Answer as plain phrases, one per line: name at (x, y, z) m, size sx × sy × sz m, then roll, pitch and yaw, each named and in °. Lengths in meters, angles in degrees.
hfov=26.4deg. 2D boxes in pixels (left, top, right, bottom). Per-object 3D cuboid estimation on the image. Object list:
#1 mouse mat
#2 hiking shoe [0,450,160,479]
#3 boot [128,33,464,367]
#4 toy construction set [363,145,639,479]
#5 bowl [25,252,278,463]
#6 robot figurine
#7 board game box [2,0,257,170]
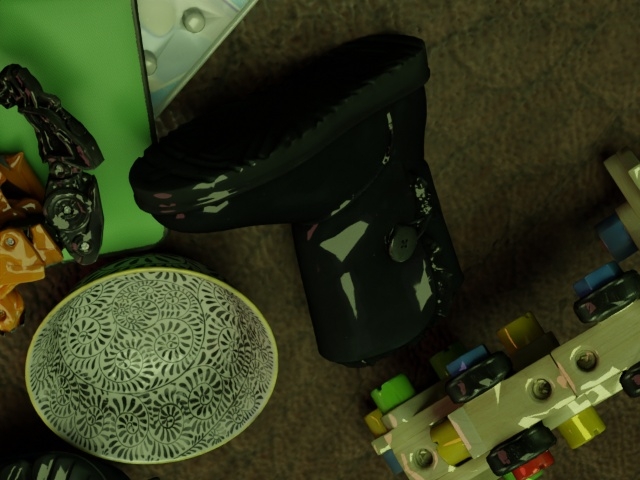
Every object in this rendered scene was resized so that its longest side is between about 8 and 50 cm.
mouse mat at (-0.180, -0.067, 0.856) m, size 0.152 × 0.007 × 0.189 m, roll -10°, pitch 118°, yaw -9°
hiking shoe at (-0.273, 0.213, 0.965) m, size 0.304 × 0.132 × 0.113 m, roll -7°, pitch 82°, yaw 11°
boot at (0.000, 0.000, 0.896) m, size 0.246 × 0.094 × 0.207 m, roll -33°, pitch 123°, yaw -38°
toy construction set at (0.168, 0.083, 0.967) m, size 0.151 × 0.215 × 0.327 m, roll 44°, pitch 100°, yaw 12°
bowl at (-0.117, 0.067, 0.945) m, size 0.170 × 0.080 × 0.170 m, roll -4°, pitch 124°, yaw -6°
robot figurine at (-0.254, -0.067, 0.787) m, size 0.211 × 0.085 × 0.291 m, roll -27°, pitch 116°, yaw 5°
board game box at (-0.177, -0.258, 0.798) m, size 0.390 × 0.050 × 0.390 m, roll 37°, pitch 102°, yaw -25°
